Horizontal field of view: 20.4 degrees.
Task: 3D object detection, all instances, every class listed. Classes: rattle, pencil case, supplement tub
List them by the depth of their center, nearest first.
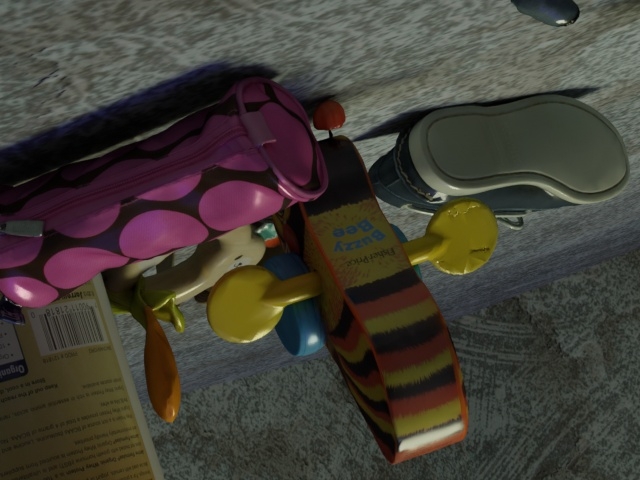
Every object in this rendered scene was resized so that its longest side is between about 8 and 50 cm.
[{"bbox_3d":[-0.106,-0.027,1.053,0.209,0.095,0.098,-23,156,17],"label":"pencil case"},{"bbox_3d":[-0.229,0.163,1.255,0.228,0.316,0.228,-18,172,-2],"label":"supplement tub"},{"bbox_3d":[-0.063,0.037,1.362,0.200,0.143,0.130,-8,134,-41],"label":"rattle"}]

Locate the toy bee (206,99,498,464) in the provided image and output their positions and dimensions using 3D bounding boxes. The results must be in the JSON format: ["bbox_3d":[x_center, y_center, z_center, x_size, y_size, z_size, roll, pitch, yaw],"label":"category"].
[{"bbox_3d":[0.000,0.000,1.183,0.195,0.298,0.162,-35,142,-30],"label":"toy bee"}]

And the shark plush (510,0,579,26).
[{"bbox_3d":[0.058,-0.149,0.794,0.161,0.073,0.067,5,146,-14],"label":"shark plush"}]

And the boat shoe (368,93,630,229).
[{"bbox_3d":[0.146,-0.057,1.411,0.255,0.095,0.079,-9,167,-44],"label":"boat shoe"}]

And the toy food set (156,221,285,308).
[{"bbox_3d":[-0.045,0.016,1.475,0.192,0.038,0.132,-19,-152,7],"label":"toy food set"}]
